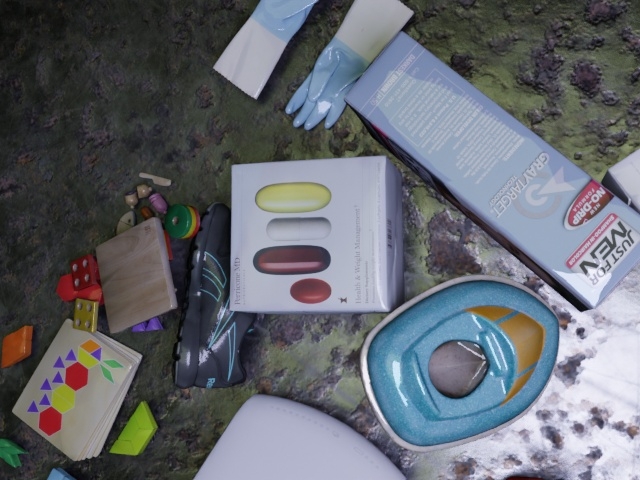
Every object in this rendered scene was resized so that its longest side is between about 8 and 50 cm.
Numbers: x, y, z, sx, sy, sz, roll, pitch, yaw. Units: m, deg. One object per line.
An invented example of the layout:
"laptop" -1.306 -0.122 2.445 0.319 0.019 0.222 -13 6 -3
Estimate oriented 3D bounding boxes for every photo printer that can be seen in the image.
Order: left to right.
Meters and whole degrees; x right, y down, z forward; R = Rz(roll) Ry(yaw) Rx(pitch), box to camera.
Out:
"photo printer" -0.053 0.360 0.955 0.256 0.107 0.307 26 66 18

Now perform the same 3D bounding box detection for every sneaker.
"sneaker" -0.144 0.079 1.078 0.106 0.101 0.267 9 79 -13

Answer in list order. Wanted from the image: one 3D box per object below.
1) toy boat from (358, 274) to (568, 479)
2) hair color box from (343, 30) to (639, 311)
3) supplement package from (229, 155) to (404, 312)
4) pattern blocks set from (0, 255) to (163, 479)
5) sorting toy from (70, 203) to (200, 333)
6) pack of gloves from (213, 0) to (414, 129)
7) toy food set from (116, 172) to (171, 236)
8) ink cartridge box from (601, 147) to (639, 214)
"toy boat" 0.209 0.197 0.902 0.267 0.148 0.318 -26 88 -17
"hair color box" 0.215 -0.077 0.932 0.374 0.185 0.113 42 95 16
"supplement package" 0.000 0.000 1.003 0.203 0.149 0.194 -2 83 14
"pattern blocks set" -0.363 0.218 1.141 0.285 0.026 0.325 40 93 16
"sorting toy" -0.259 0.054 1.084 0.274 0.046 0.132 -23 73 32
"pack of gloves" -0.010 -0.287 1.104 0.195 0.046 0.232 37 97 5
"toy food set" -0.270 -0.040 1.149 0.078 0.019 0.122 15 88 17
"ink cartridge box" 0.417 -0.074 0.925 0.143 0.092 0.090 -34 76 9
